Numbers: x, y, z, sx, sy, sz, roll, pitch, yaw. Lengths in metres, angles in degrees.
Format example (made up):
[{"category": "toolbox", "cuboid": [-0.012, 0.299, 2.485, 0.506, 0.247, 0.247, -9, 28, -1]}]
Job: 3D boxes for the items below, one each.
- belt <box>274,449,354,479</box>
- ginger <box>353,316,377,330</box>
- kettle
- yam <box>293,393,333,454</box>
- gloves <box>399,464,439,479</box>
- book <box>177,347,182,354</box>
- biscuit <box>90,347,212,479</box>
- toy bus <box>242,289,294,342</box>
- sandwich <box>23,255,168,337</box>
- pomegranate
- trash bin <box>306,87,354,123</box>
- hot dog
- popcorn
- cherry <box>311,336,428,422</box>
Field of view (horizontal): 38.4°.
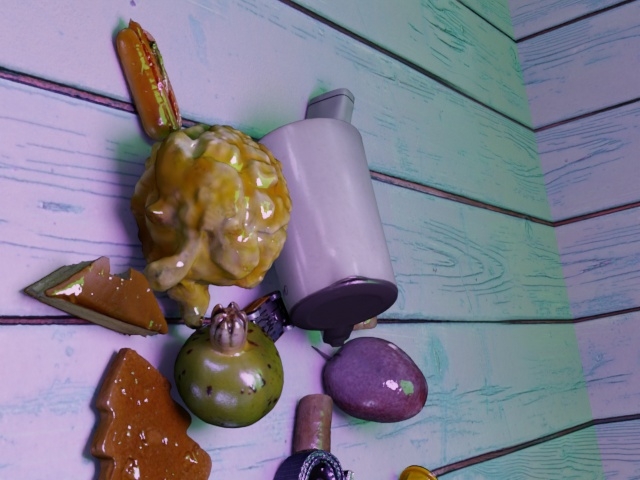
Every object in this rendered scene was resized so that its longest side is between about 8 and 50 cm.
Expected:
[{"category": "belt", "cuboid": [-0.021, 0.524, 1.765, 0.139, 0.126, 0.230, 9, 68, -32]}, {"category": "ginger", "cuboid": [0.081, 0.105, 2.165, 0.137, 0.074, 0.213, -6, 86, -69]}, {"category": "kettle", "cuboid": [0.000, 0.000, 1.899, 0.361, 0.250, 0.377, 106, -27, -61]}, {"category": "yam", "cuboid": [-0.014, 0.384, 1.881, 0.084, 0.084, 0.127, 42, 39, -43]}, {"category": "gloves", "cuboid": [0.159, 0.631, 2.058, 0.133, 0.116, 0.294, 48, 40, 8]}, {"category": "book", "cuboid": [-0.193, 0.223, 1.717, 0.181, 0.014, 0.127, -40, 111, -57]}, {"category": "biscuit", "cuboid": [-0.285, 0.322, 1.494, 0.278, 0.043, 0.301, 2, 73, -59]}, {"category": "toy bus", "cuboid": [-0.122, 0.164, 1.766, 0.083, 0.088, 0.194, 69, 20, -6]}, {"category": "sandwich", "cuboid": [-0.347, 0.083, 1.454, 0.244, 0.090, 0.088, 29, 59, -47]}, {"category": "pomegranate", "cuboid": [-0.155, 0.206, 1.558, 0.202, 0.202, 0.248, -61, 162, -50]}, {"category": "trash bin", "cuboid": [0.020, -0.289, 2.195, 0.059, 0.116, 0.130, 43, 43, -40]}, {"category": "hot dog", "cuboid": [-0.316, -0.297, 1.702, 0.092, 0.062, 0.236, -27, 100, -55]}, {"category": "popcorn", "cuboid": [-0.186, -0.042, 1.607, 0.274, 0.279, 0.335, 32, 35, -74]}, {"category": "cherry", "cuboid": [0.117, 0.307, 2.015, 0.213, 0.266, 0.184, 1, 112, -57]}]
